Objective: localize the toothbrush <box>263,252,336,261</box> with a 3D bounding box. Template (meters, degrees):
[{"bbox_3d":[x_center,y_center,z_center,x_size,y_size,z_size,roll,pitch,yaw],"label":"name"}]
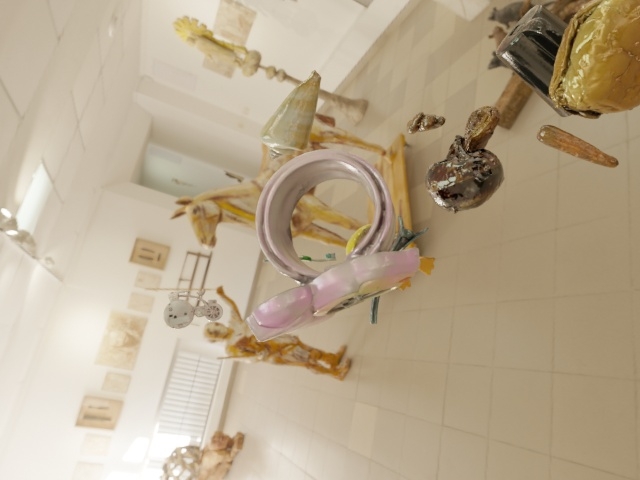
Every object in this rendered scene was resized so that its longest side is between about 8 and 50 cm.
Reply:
[{"bbox_3d":[-0.057,0.059,1.350,0.030,0.303,0.030,2,92,45],"label":"toothbrush"}]

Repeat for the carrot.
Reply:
[{"bbox_3d":[0.595,-0.215,0.977,0.047,0.191,0.047,-57,-13,-22],"label":"carrot"}]

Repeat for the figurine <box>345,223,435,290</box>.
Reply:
[{"bbox_3d":[0.230,0.054,1.463,0.343,0.215,0.187,-149,51,-61],"label":"figurine"}]

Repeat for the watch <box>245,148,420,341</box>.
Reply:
[{"bbox_3d":[0.000,0.000,0.626,0.218,0.248,0.211,68,-169,14],"label":"watch"}]

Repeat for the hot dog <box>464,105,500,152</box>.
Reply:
[{"bbox_3d":[0.609,-0.413,1.630,0.227,0.099,0.161,88,-163,-57],"label":"hot dog"}]

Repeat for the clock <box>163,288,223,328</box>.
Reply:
[{"bbox_3d":[-0.286,0.152,0.954,0.041,0.129,0.087,148,119,-75],"label":"clock"}]

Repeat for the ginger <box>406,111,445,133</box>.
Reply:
[{"bbox_3d":[0.397,-0.460,1.643,0.162,0.103,0.074,5,110,58],"label":"ginger"}]

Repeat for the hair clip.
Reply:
[{"bbox_3d":[0.173,0.077,1.059,0.048,0.083,0.275,-17,-48,-84],"label":"hair clip"}]

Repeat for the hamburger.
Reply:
[{"bbox_3d":[0.727,-0.443,1.045,0.319,0.318,0.158,-65,27,18],"label":"hamburger"}]

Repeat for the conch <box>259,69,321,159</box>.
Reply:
[{"bbox_3d":[-0.061,-0.326,1.155,0.255,0.127,0.158,-47,12,19],"label":"conch"}]

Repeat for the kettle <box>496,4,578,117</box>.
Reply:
[{"bbox_3d":[0.716,-0.544,1.305,0.203,0.308,0.262,-47,10,46],"label":"kettle"}]

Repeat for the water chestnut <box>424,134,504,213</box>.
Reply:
[{"bbox_3d":[0.523,-0.247,1.563,0.300,0.299,0.300,-52,28,43],"label":"water chestnut"}]
